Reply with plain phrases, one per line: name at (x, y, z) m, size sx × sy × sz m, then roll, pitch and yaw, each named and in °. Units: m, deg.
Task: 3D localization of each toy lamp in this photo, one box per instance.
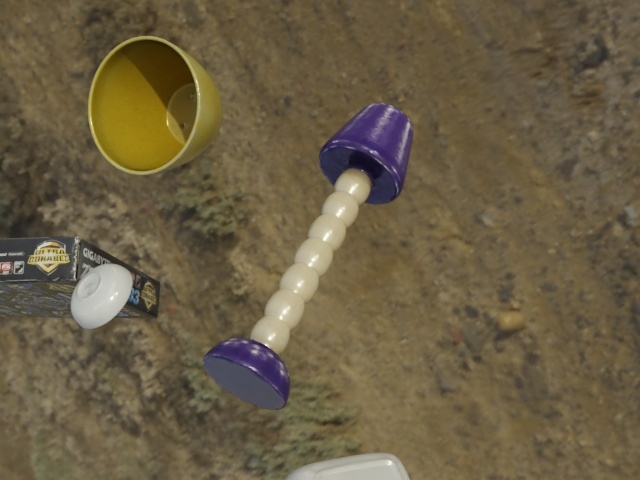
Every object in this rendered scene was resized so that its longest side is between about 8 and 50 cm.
toy lamp at (0.000, 0.000, 0.791) m, size 0.080 × 0.275 × 0.080 m, roll 23°, pitch 149°, yaw 14°

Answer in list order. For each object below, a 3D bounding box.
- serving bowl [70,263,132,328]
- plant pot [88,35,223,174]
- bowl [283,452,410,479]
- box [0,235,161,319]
serving bowl at (-0.255, 0.059, 1.129) m, size 0.083 × 0.083 × 0.027 m, roll 16°, pitch 157°, yaw 45°
plant pot at (-0.152, -0.131, 1.001) m, size 0.134 × 0.095 × 0.134 m, roll 0°, pitch 91°, yaw 27°
bowl at (0.043, 0.280, 1.005) m, size 0.053 × 0.142 × 0.142 m, roll 114°, pitch 145°, yaw -47°
box at (-0.429, 0.062, 1.477) m, size 0.293 × 0.295 × 0.073 m, roll -2°, pitch 76°, yaw 14°
